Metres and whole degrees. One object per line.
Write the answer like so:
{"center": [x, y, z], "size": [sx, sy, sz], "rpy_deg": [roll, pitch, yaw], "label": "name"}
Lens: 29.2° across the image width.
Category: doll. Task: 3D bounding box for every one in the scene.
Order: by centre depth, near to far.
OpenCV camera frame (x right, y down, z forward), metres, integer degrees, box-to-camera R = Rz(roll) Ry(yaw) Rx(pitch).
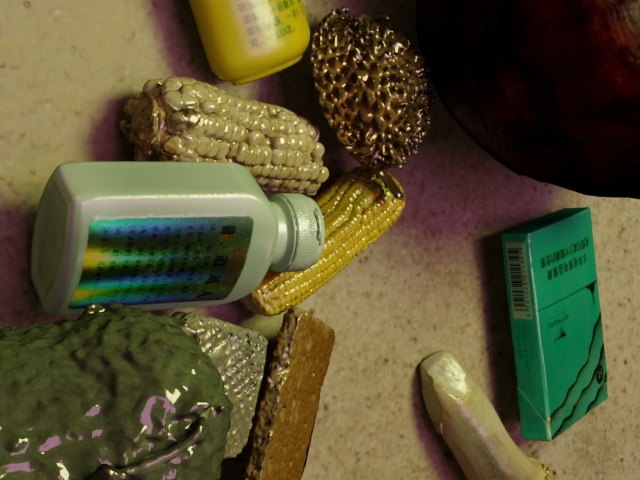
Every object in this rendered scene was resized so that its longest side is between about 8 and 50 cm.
{"center": [-0.227, 0.161, 0.811], "size": [0.350, 0.247, 0.247], "rpy_deg": [-24, 109, -8], "label": "doll"}

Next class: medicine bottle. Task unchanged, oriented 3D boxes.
{"center": [-0.108, -0.003, 0.982], "size": [0.229, 0.083, 0.121], "rpy_deg": [-2, 129, -31], "label": "medicine bottle"}
{"center": [-0.088, -0.286, 1.029], "size": [0.111, 0.076, 0.308], "rpy_deg": [-34, 114, -46], "label": "medicine bottle"}

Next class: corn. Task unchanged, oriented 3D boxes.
{"center": [-0.069, -0.087, 1.047], "size": [0.211, 0.087, 0.087], "rpy_deg": [7, 87, -42], "label": "corn"}
{"center": [0.000, 0.000, 1.119], "size": [0.203, 0.072, 0.072], "rpy_deg": [-41, 117, -33], "label": "corn"}

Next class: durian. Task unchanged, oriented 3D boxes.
{"center": [0.060, -0.130, 1.114], "size": [0.148, 0.091, 0.188], "rpy_deg": [5, 72, -69], "label": "durian"}

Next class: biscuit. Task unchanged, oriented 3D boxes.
{"center": [-0.126, 0.179, 0.996], "size": [0.147, 0.046, 0.249], "rpy_deg": [22, 75, -39], "label": "biscuit"}
{"center": [-0.035, 0.178, 1.090], "size": [0.131, 0.025, 0.230], "rpy_deg": [42, 60, -70], "label": "biscuit"}

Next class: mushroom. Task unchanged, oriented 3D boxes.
{"center": [0.169, 0.206, 1.275], "size": [0.084, 0.071, 0.209], "rpy_deg": [-34, 112, -2], "label": "mushroom"}

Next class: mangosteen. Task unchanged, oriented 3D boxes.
{"center": [0.292, -0.234, 1.180], "size": [0.421, 0.381, 0.380], "rpy_deg": [-8, 97, -54], "label": "mangosteen"}

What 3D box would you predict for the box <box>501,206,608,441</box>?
{"center": [0.260, 0.088, 1.347], "size": [0.161, 0.042, 0.226], "rpy_deg": [-19, 104, -52], "label": "box"}
